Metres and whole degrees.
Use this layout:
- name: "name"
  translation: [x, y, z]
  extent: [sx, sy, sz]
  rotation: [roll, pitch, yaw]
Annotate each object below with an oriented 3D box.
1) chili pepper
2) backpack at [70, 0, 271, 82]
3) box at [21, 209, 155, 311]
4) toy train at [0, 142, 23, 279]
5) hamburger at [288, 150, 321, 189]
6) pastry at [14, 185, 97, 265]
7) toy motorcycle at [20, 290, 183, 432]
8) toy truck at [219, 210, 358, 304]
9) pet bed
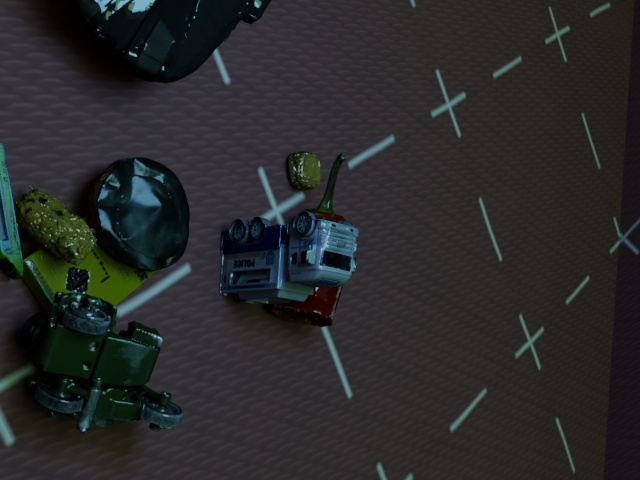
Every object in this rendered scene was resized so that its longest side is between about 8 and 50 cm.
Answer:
- name: "chili pepper"
  translation: [-0.003, 0.001, 1.797]
  extent: [0.131, 0.135, 0.338]
  rotation: [31, 65, -56]
- name: "backpack"
  translation: [-0.255, -0.471, 1.529]
  extent: [0.363, 0.255, 0.445]
  rotation: [41, 59, -28]
- name: "box"
  translation: [-0.360, 0.024, 1.485]
  extent: [0.279, 0.041, 0.153]
  rotation: [-44, 116, -41]
- name: "toy train"
  translation: [-0.495, -0.041, 1.349]
  extent: [0.042, 0.044, 0.209]
  rotation: [-10, 91, -48]
- name: "hamburger"
  translation: [-0.034, -0.147, 1.856]
  extent: [0.076, 0.044, 0.083]
  rotation: [5, 82, -48]
- name: "pastry"
  translation: [-0.416, -0.022, 1.381]
  extent: [0.140, 0.056, 0.080]
  rotation: [32, 41, 0]
- name: "toy motorcycle"
  translation: [-0.333, 0.194, 1.391]
  extent: [0.275, 0.127, 0.205]
  rotation: [16, 96, -33]
- name: "toy truck"
  translation: [-0.060, 0.038, 1.639]
  extent: [0.124, 0.268, 0.155]
  rotation: [13, 76, -44]
- name: "pet bed"
  translation: [-0.301, -0.046, 1.493]
  extent: [0.201, 0.053, 0.201]
  rotation: [9, 77, -47]
